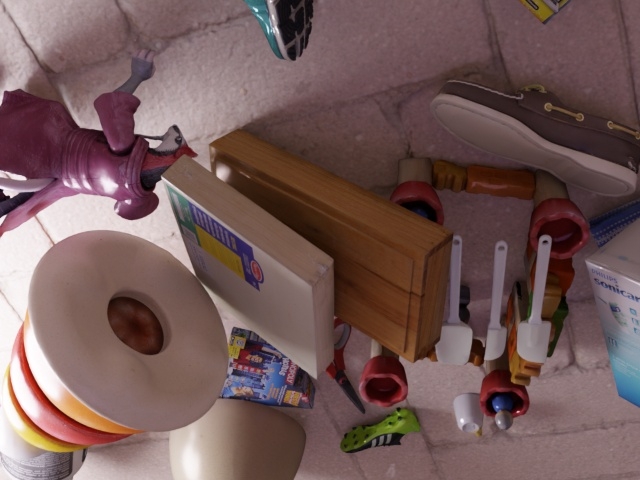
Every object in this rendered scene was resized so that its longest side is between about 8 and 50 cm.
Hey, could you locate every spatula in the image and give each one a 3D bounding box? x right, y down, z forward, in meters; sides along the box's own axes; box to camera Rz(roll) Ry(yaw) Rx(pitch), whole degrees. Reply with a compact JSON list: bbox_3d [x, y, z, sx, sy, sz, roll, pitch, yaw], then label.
[{"bbox_3d":[0.250,0.092,1.158,0.168,0.019,0.241,1,127,10],"label":"spatula"}]

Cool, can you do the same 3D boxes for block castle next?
[{"bbox_3d":[0.236,0.100,1.309,0.303,0.212,0.453,7,127,2],"label":"block castle"}]

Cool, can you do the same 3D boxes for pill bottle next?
[{"bbox_3d":[-0.570,0.398,1.662,0.177,0.176,0.318,14,127,-4],"label":"pill bottle"}]

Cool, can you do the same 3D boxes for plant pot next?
[{"bbox_3d":[-0.178,0.472,1.624,0.284,0.190,0.284,3,141,3],"label":"plant pot"}]

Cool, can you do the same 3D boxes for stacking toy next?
[{"bbox_3d":[-0.420,0.238,1.344,0.351,0.350,0.480,39,122,-21],"label":"stacking toy"}]

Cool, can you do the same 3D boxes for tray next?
[{"bbox_3d":[0.000,0.000,1.208,0.411,0.076,0.202,29,136,32],"label":"tray"}]

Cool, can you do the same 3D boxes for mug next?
[{"bbox_3d":[0.301,0.348,1.585,0.078,0.064,0.062,27,125,-14],"label":"mug"}]

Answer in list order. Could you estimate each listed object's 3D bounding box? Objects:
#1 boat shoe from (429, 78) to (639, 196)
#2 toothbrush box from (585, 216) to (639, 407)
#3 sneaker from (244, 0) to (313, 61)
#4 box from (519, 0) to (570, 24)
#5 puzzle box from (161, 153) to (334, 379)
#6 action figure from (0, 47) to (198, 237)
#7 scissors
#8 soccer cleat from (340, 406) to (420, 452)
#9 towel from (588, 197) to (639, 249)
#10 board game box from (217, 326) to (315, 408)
[{"bbox_3d":[0.318,-0.166,1.169,0.325,0.096,0.116,21,167,-5],"label":"boat shoe"},{"bbox_3d":[0.547,0.102,1.224,0.216,0.126,0.295,-35,123,-16],"label":"toothbrush box"},{"bbox_3d":[-0.094,-0.370,1.081,0.110,0.107,0.275,-6,124,36],"label":"sneaker"},{"bbox_3d":[0.266,-0.410,1.019,0.233,0.044,0.159,36,123,-19],"label":"box"},{"bbox_3d":[-0.096,0.059,1.241,0.272,0.052,0.409,36,159,16],"label":"puzzle box"},{"bbox_3d":[-0.352,-0.125,1.191,0.371,0.275,0.248,4,123,22],"label":"action figure"},{"bbox_3d":[0.026,0.262,1.552,0.109,0.021,0.297,-29,132,-21],"label":"scissors"},{"bbox_3d":[0.123,0.404,1.655,0.179,0.060,0.072,-30,120,23],"label":"soccer cleat"},{"bbox_3d":[0.618,0.048,1.331,0.243,0.040,0.336,-25,120,23],"label":"towel"},{"bbox_3d":[-0.094,0.254,1.566,0.194,0.060,0.194,14,128,-5],"label":"board game box"}]
